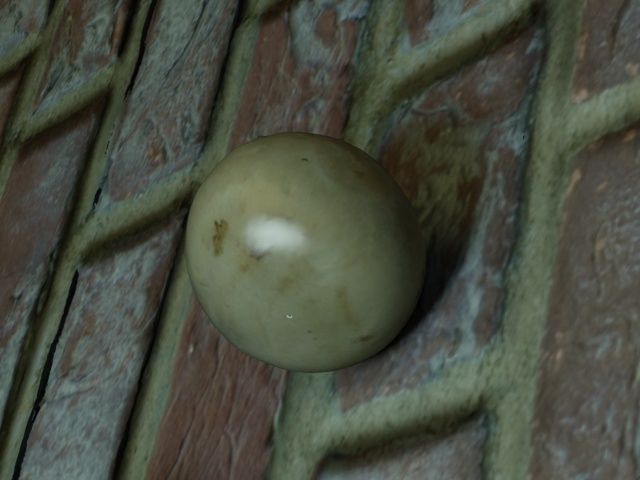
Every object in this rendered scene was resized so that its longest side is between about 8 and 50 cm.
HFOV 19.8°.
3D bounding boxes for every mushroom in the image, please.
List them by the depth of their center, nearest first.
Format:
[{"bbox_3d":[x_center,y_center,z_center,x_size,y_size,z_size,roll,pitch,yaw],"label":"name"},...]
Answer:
[{"bbox_3d":[0.000,0.000,1.537,0.207,0.207,0.215,-34,2,32],"label":"mushroom"}]

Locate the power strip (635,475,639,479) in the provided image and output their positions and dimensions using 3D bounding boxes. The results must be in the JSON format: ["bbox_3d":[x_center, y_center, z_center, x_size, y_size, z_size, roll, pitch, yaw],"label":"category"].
[{"bbox_3d":[0.210,0.202,1.143,0.387,0.066,0.092,-48,29,17],"label":"power strip"}]
